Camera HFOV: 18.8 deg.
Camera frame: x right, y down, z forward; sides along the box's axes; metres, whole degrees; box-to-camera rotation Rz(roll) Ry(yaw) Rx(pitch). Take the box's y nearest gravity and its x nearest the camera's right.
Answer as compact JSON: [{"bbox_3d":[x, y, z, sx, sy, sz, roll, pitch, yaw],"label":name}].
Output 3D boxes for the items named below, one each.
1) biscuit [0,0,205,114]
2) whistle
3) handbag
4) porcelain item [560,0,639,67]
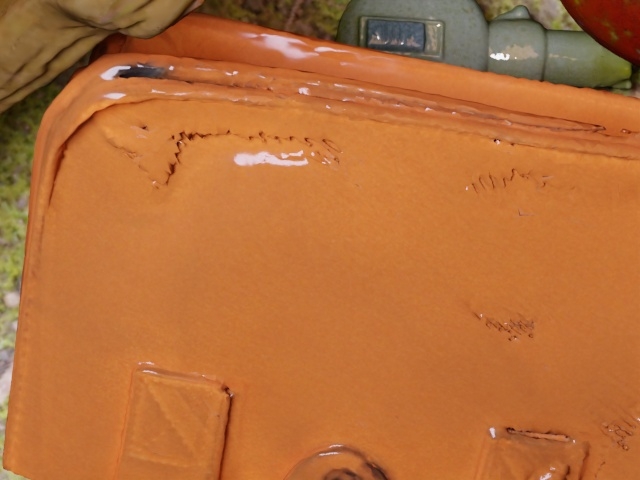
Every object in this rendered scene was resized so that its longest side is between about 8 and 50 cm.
[{"bbox_3d":[-0.168,-0.175,1.113,0.076,0.394,0.368,30,41,-30],"label":"biscuit"},{"bbox_3d":[0.108,-0.123,1.264,0.198,0.057,0.104,4,78,-1],"label":"whistle"},{"bbox_3d":[0.034,0.043,1.125,0.410,0.116,0.303,11,114,1],"label":"handbag"},{"bbox_3d":[0.216,-0.217,1.193,0.253,0.253,0.253,1,77,-3],"label":"porcelain item"}]
